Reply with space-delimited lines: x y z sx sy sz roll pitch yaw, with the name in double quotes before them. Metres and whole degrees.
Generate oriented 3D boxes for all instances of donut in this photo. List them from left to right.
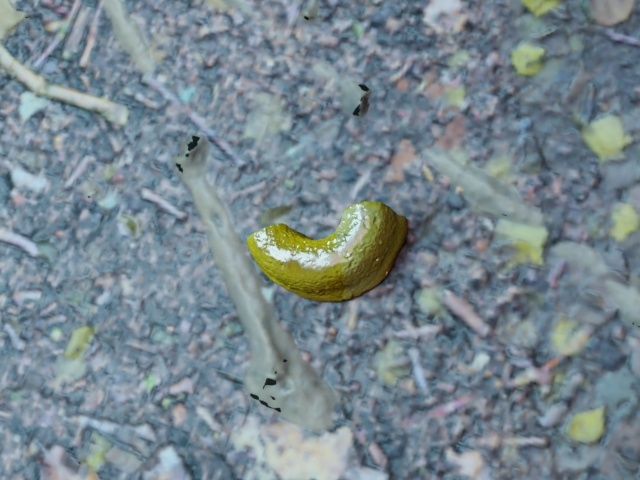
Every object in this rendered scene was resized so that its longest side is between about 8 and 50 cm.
"donut" 0.000 0.000 0.824 0.083 0.038 0.067 23 85 17
